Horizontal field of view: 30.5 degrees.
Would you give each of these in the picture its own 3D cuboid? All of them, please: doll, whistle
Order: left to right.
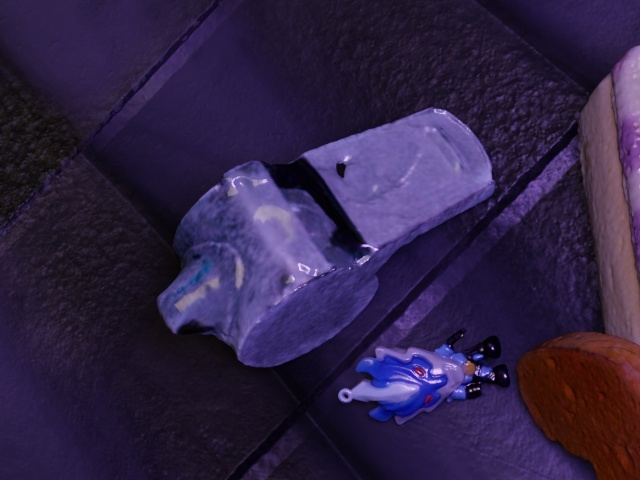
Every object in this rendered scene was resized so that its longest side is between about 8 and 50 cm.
[{"bbox_3d":[0.003,-0.017,1.354,0.405,0.188,0.168,-38,65,7],"label":"whistle"},{"bbox_3d":[0.114,0.157,1.332,0.195,0.070,0.096,-15,101,13],"label":"doll"}]

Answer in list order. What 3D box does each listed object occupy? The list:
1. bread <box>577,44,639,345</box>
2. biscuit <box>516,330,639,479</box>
[{"bbox_3d":[0.367,-0.013,1.213,0.155,0.187,0.338,0,72,-8],"label":"bread"},{"bbox_3d":[0.308,0.222,1.182,0.052,0.262,0.277,-21,89,-18],"label":"biscuit"}]
